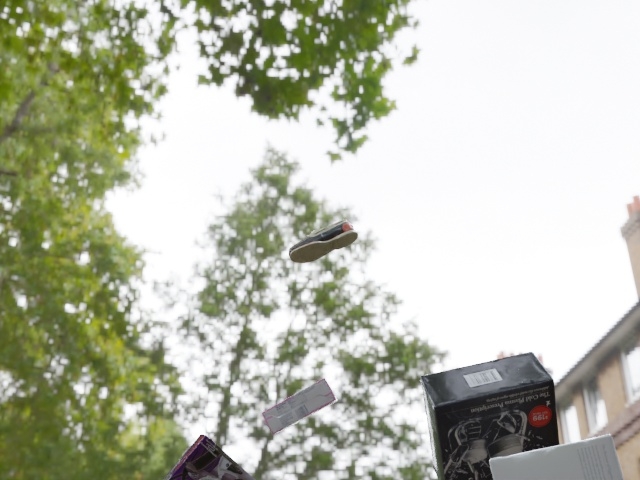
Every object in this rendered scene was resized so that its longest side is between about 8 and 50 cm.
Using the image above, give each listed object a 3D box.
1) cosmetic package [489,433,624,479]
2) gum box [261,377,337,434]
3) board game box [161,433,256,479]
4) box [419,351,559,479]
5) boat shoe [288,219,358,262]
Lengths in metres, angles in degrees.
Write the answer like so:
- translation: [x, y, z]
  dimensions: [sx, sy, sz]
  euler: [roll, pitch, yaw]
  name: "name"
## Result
- translation: [0.448, 0.492, 1.723]
  dimensions: [0.224, 0.224, 0.138]
  euler: [-15, -22, 13]
  name: "cosmetic package"
- translation: [-0.055, 0.415, 2.353]
  dimensions: [0.188, 0.062, 0.107]
  euler: [-28, -11, -3]
  name: "gum box"
- translation: [-0.149, 0.534, 1.674]
  dimensions: [0.347, 0.208, 0.056]
  euler: [44, -16, -10]
  name: "board game box"
- translation: [0.481, 0.520, 2.671]
  dimensions: [0.343, 0.179, 0.313]
  euler: [-13, -68, -4]
  name: "box"
- translation: [0.000, 0.000, 1.699]
  dimensions: [0.137, 0.043, 0.049]
  euler: [-21, -36, -20]
  name: "boat shoe"
